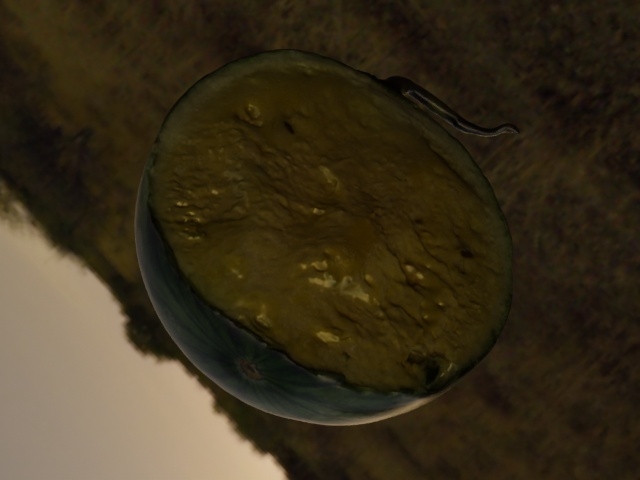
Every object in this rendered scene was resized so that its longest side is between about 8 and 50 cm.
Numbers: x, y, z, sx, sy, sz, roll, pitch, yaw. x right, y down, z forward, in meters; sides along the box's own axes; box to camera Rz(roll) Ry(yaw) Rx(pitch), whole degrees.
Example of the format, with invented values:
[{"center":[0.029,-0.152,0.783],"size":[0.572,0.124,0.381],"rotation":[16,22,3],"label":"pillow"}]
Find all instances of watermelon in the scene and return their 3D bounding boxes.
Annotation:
[{"center":[-0.003,0.005,0.602],"size":[0.204,0.232,0.127],"rotation":[20,137,-11],"label":"watermelon"}]
